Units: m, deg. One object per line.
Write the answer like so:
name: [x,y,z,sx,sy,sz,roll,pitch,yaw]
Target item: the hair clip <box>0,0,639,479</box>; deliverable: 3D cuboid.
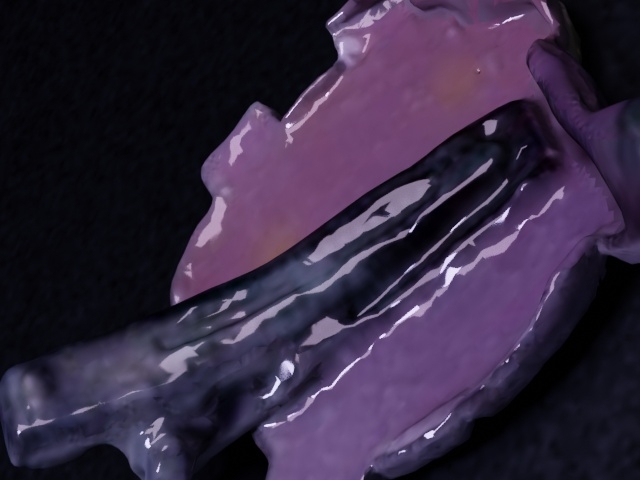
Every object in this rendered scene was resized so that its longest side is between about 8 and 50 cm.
hair clip: [0.004,0.005,0.499,0.187,0.056,0.146,-37,41,8]
